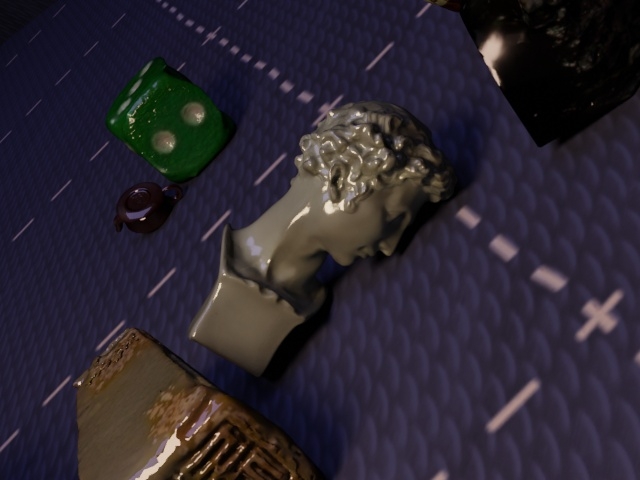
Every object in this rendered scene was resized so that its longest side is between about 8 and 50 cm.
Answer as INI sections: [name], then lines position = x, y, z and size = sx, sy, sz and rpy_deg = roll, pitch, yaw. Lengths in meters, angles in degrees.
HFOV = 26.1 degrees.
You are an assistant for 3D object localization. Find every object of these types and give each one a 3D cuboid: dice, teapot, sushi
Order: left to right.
[teapot]
position = -0.220, -0.040, 1.758
size = 0.100, 0.045, 0.068
rpy_deg = -27, 48, 1
[dice]
position = -0.198, -0.155, 1.801
size = 0.120, 0.131, 0.128
rpy_deg = -49, 23, 0
[sushi]
position = 0.203, -0.250, 1.099
size = 0.227, 0.212, 0.215
rpy_deg = -30, 52, 13

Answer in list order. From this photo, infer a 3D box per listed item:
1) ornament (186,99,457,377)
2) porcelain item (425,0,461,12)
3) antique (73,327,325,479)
[ornament]
position = -0.013, -0.007, 1.224
size = 0.285, 0.130, 0.120
rpy_deg = -43, 9, 7
[porcelain item]
position = 0.155, -0.351, 1.343
size = 0.253, 0.253, 0.253
rpy_deg = -38, 24, 20
[antique]
position = -0.120, 0.160, 1.128
size = 0.150, 0.125, 0.284
rpy_deg = -47, 22, -2
